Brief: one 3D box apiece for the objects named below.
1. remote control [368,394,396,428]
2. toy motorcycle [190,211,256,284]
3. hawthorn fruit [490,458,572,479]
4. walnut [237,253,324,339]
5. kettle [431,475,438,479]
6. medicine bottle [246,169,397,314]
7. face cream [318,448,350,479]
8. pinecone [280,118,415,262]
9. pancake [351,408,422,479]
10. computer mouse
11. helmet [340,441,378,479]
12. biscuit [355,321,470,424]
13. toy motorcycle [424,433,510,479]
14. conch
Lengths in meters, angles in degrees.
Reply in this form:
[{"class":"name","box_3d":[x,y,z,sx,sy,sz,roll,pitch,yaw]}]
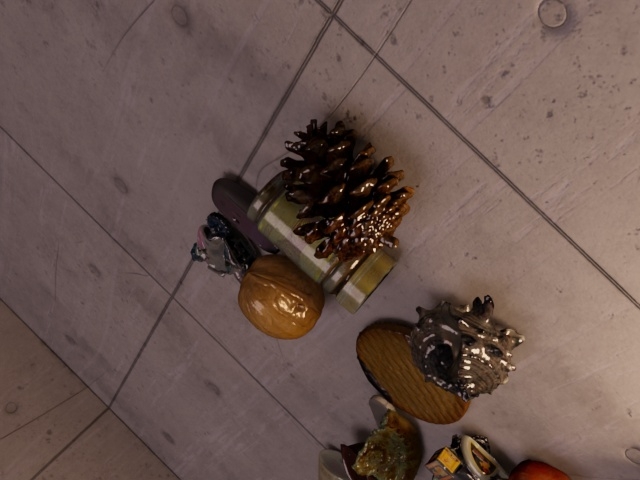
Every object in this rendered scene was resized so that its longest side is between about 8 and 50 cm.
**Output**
[{"class":"remote control","box_3d":[0.182,0.497,2.090,0.077,0.022,0.245,18,143,36]},{"class":"toy motorcycle","box_3d":[-0.255,0.038,2.035,0.204,0.108,0.239,-13,103,43]},{"class":"hawthorn fruit","box_3d":[0.480,0.575,1.768,0.193,0.157,0.157,21,138,23]},{"class":"walnut","box_3d":[-0.094,0.137,1.887,0.193,0.193,0.226,-1,140,46]},{"class":"kettle","box_3d":[0.365,0.698,2.010,0.255,0.165,0.240,-54,52,47]},{"class":"medicine bottle","box_3d":[0.000,0.000,1.697,0.322,0.151,0.151,41,145,7]},{"class":"face cream","box_3d":[0.067,0.809,2.483,0.173,0.081,0.349,27,141,26]},{"class":"pinecone","box_3d":[0.039,-0.092,1.504,0.309,0.244,0.244,58,148,16]},{"class":"pancake","box_3d":[0.180,0.587,2.064,0.054,0.197,0.377,-113,10,-57]},{"class":"computer mouse","box_3d":[-0.173,-0.063,1.895,0.232,0.057,0.120,41,147,11]},{"class":"helmet","box_3d":[0.136,0.635,2.222,0.175,0.106,0.155,62,157,-1]},{"class":"biscuit","box_3d":[0.221,0.322,1.885,0.317,0.040,0.318,27,142,23]},{"class":"toy motorcycle","box_3d":[0.392,0.581,1.865,0.263,0.157,0.091,45,146,5]},{"class":"conch","box_3d":[0.292,0.214,1.616,0.240,0.186,0.313,44,164,14]}]
